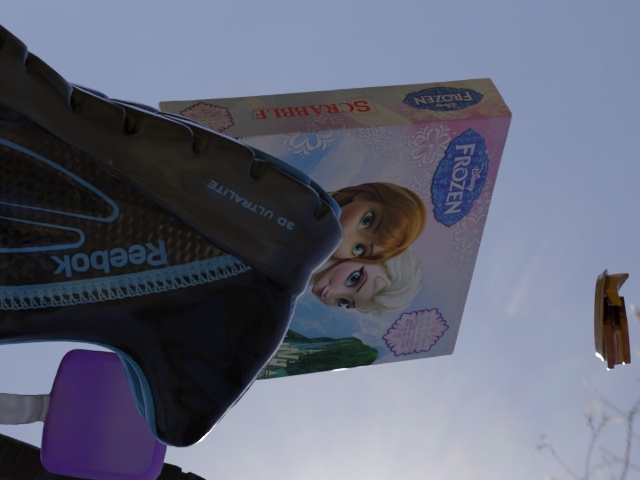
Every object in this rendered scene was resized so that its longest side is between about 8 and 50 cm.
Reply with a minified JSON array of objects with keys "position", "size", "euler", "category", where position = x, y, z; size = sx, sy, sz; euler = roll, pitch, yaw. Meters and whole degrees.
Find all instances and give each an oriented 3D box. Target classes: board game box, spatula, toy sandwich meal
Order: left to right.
[{"position":[-0.189,0.096,0.783],"size":[0.030,0.296,0.084],"euler":[8,-96,33],"category":"spatula"},{"position":[0.000,0.000,1.295],"size":[0.317,0.319,0.066],"euler":[-7,-137,-15],"category":"board game box"},{"position":[0.245,0.064,1.120],"size":[0.029,0.086,0.086],"euler":[1,-137,16],"category":"toy sandwich meal"}]

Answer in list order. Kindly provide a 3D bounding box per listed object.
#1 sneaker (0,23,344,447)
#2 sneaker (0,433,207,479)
[{"position":[-0.160,-0.029,0.560],"size":[0.140,0.340,0.125],"euler":[-63,-168,1],"category":"sneaker"},{"position":[-0.263,0.310,1.358],"size":[0.257,0.447,0.169],"euler":[-26,-136,51],"category":"sneaker"}]
